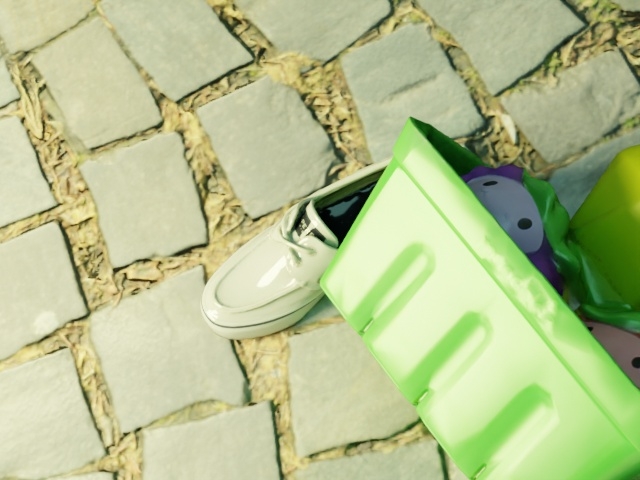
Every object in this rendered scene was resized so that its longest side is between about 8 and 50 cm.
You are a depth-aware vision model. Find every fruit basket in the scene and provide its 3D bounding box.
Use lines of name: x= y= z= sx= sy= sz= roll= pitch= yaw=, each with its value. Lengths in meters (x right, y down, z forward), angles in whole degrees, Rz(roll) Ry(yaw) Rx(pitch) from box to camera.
fruit basket: x=0.243 y=0.032 z=1.343 sx=0.392 sy=0.283 sz=0.392 roll=-6 pitch=76 yaw=27

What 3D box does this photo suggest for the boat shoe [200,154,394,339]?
boat shoe: x=0.000 y=0.000 z=1.501 sx=0.267 sy=0.088 sz=0.096 roll=-26 pitch=63 yaw=3
